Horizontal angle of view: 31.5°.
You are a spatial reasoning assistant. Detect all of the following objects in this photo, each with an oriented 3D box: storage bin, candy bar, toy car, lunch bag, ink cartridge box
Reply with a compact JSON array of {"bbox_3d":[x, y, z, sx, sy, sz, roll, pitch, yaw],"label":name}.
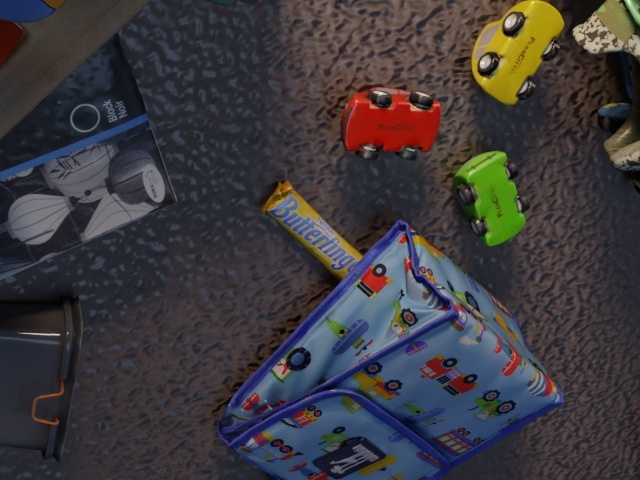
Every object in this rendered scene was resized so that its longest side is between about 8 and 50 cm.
[{"bbox_3d":[-0.258,0.118,0.961,0.091,0.098,0.135,6,111,-19],"label":"storage bin"},{"bbox_3d":[0.000,0.000,1.076,0.040,0.018,0.161,-46,127,0],"label":"candy bar"},{"bbox_3d":[0.140,-0.093,1.081,0.239,0.053,0.225,-31,125,-10],"label":"toy car"},{"bbox_3d":[0.053,0.157,1.132,0.293,0.138,0.221,-40,133,14],"label":"lunch bag"},{"bbox_3d":[-0.290,-0.041,0.877,0.332,0.065,0.165,-25,124,-13],"label":"ink cartridge box"}]

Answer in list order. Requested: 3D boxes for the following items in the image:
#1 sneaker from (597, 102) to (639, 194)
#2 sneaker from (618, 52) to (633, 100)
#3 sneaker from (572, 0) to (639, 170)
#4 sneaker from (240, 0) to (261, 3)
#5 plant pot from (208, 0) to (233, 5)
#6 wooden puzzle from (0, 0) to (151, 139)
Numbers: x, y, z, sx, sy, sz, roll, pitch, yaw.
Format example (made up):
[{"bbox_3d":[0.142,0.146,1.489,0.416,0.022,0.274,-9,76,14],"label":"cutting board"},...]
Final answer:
[{"bbox_3d":[0.352,-0.086,1.186,0.188,0.067,0.078,29,92,-38],"label":"sneaker"},{"bbox_3d":[0.352,-0.231,1.098,0.126,0.091,0.240,-13,121,-21],"label":"sneaker"},{"bbox_3d":[0.314,-0.213,0.986,0.182,0.158,0.410,-8,120,5],"label":"sneaker"},{"bbox_3d":[-0.064,-0.252,0.907,0.057,0.047,0.119,-44,130,-29],"label":"sneaker"},{"bbox_3d":[-0.118,-0.282,0.759,0.165,0.166,0.234,-42,127,14],"label":"plant pot"},{"bbox_3d":[-0.264,-0.199,0.647,0.322,0.080,0.348,39,136,-22],"label":"wooden puzzle"}]
